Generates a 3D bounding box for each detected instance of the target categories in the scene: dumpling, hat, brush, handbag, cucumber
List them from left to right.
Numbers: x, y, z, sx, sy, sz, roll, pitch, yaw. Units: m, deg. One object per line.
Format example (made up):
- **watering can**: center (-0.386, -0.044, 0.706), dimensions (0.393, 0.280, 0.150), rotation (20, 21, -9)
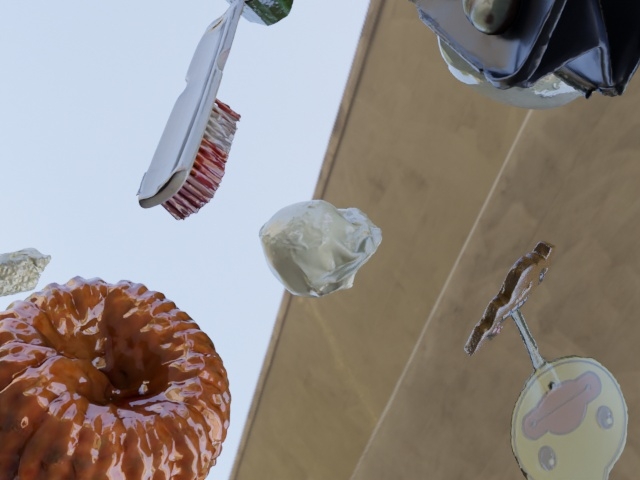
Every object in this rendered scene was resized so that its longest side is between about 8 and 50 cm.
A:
- **hat**: center (-0.279, 0.255, 0.773), dimensions (0.285, 0.285, 0.400), rotation (36, -63, 20)
- **brush**: center (-0.101, -0.135, 0.641), dimensions (0.060, 0.321, 0.050), rotation (-33, -57, 28)
- **cucumber**: center (-0.149, -0.632, 1.674), dimensions (0.191, 0.130, 0.191), rotation (-2, -97, 17)
- **dumpling**: center (0.000, 0.000, 1.129), dimensions (0.258, 0.193, 0.147), rotation (26, -34, 50)
- **handbag**: center (0.179, -0.322, 0.576), dimensions (0.303, 0.122, 0.329), rotation (-117, -150, -46)

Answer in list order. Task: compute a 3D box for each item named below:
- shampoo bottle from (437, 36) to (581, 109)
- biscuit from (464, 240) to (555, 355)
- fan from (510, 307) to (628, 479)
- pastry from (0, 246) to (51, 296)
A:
- **shampoo bottle**: center (0.386, -0.404, 1.247), dimensions (0.322, 0.317, 0.322), rotation (-178, -90, -66)
- **biscuit**: center (0.412, 0.132, 1.484), dimensions (0.043, 0.278, 0.301), rotation (38, -70, 22)
- **fan**: center (0.383, 0.258, 1.100), dimensions (0.335, 0.230, 0.011), rotation (64, -18, -5)
- **pastry**: center (-0.657, 0.070, 1.327), dimensions (0.121, 0.258, 0.089), rotation (18, -69, 49)
